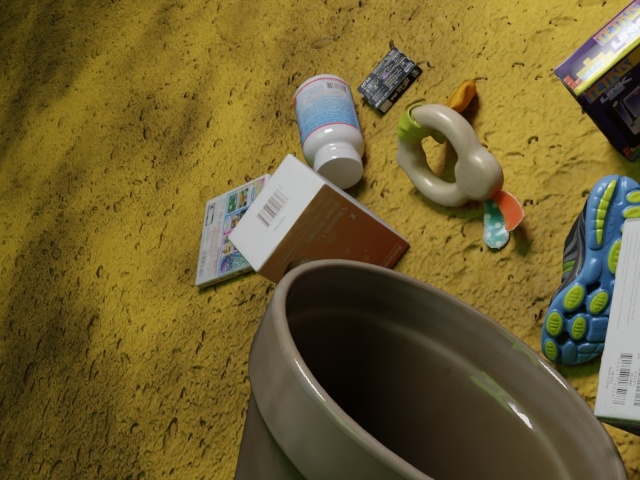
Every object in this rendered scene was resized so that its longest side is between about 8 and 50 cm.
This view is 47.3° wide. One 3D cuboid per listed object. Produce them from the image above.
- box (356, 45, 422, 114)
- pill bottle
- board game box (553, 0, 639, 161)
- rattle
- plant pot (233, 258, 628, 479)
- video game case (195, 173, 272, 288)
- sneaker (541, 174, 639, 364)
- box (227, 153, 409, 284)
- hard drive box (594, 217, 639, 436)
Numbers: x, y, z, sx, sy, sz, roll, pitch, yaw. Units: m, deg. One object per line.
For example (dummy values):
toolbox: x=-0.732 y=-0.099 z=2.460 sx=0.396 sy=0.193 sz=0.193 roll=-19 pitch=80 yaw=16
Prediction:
box: x=0.097 y=-0.228 z=1.042 sx=0.083 sy=0.018 sz=0.067 roll=-48 pitch=42 yaw=12
pill bottle: x=0.014 y=-0.151 z=1.027 sx=0.087 sy=0.087 sz=0.160 roll=-33 pitch=47 yaw=27
board game box: x=0.327 y=-0.173 z=0.694 sx=0.170 sy=0.141 sz=0.048 roll=-41 pitch=45 yaw=18
rattle: x=0.194 y=-0.093 z=0.862 sx=0.199 sy=0.142 sz=0.130 roll=37 pitch=127 yaw=34
plant pot: x=0.050 y=0.221 z=0.646 sx=0.323 sy=0.323 sz=0.280 roll=50 pitch=120 yaw=47
video game case: x=-0.135 y=-0.014 z=1.145 sx=0.143 sy=0.019 sz=0.157 roll=-20 pitch=54 yaw=35
sneaker: x=0.263 y=0.031 z=0.701 sx=0.067 sy=0.078 sz=0.188 roll=17 pitch=94 yaw=14
box: x=0.000 y=0.000 z=0.890 sx=0.130 sy=0.170 sz=0.091 roll=-54 pitch=40 yaw=6
hard drive box: x=0.341 y=0.067 z=0.544 sx=0.232 sy=0.089 sz=0.181 roll=-8 pitch=62 yaw=56
